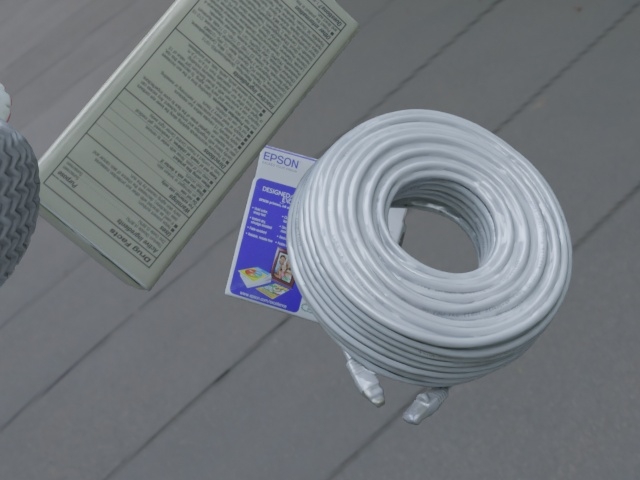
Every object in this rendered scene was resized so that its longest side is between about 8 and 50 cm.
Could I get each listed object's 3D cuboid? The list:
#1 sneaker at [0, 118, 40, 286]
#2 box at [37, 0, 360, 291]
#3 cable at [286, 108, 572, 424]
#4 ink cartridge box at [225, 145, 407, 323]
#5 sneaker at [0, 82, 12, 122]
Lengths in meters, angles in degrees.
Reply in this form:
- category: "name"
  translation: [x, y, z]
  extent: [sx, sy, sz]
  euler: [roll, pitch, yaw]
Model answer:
- category: "sneaker"
  translation: [-0.239, -0.009, 0.338]
  extent: [0.153, 0.101, 0.268]
  euler: [29, 29, 31]
- category: "box"
  translation: [-0.123, -0.118, 0.957]
  extent: [0.311, 0.148, 0.121]
  euler: [-51, 14, -11]
- category: "cable"
  translation: [0.096, 0.001, 0.936]
  extent: [0.257, 0.257, 0.089]
  euler: [-29, -18, -28]
- category: "ink cartridge box"
  translation: [0.000, 0.000, 1.353]
  extent: [0.206, 0.208, 0.045]
  euler: [17, 12, 10]
- category: "sneaker"
  translation: [-0.371, -0.062, 0.921]
  extent: [0.103, 0.111, 0.252]
  euler: [-1, 63, 25]
